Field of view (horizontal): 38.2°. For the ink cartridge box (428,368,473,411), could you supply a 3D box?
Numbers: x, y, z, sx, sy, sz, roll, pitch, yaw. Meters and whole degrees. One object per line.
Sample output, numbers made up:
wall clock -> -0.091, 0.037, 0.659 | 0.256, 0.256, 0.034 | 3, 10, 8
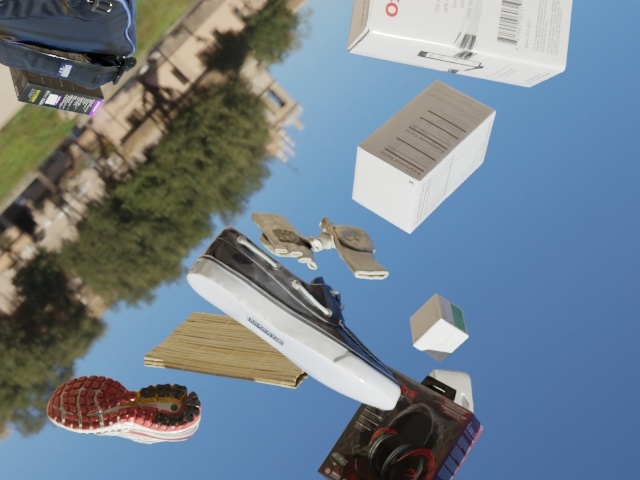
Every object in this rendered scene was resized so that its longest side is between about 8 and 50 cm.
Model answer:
ink cartridge box -> 0.263, 0.409, 2.105 | 0.218, 0.092, 0.158 | 122, -27, -53

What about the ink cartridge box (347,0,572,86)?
ink cartridge box -> 0.139, -0.246, 0.908 | 0.086, 0.203, 0.148 | 167, -68, -77

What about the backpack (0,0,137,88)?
backpack -> -0.378, -0.351, 1.229 | 0.276, 0.263, 0.213 | 123, -34, -73

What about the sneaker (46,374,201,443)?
sneaker -> -0.286, 0.259, 1.342 | 0.093, 0.225, 0.088 | 95, 2, -53

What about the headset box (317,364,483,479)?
headset box -> 0.170, 0.409, 1.861 | 0.218, 0.110, 0.293 | 26, -107, 33

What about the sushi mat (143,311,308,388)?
sushi mat -> -0.128, 0.172, 1.506 | 0.316, 0.019, 0.151 | 2, -149, 33

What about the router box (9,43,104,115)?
router box -> -0.435, -0.290, 1.488 | 0.046, 0.133, 0.179 | -45, -126, 34

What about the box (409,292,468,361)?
box -> 0.269, 0.198, 2.110 | 0.102, 0.087, 0.101 | -48, -158, 26

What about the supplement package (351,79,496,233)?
supplement package -> 0.184, -0.154, 1.653 | 0.244, 0.134, 0.139 | -41, 153, -33

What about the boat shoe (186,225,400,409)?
boat shoe -> -0.016, 0.092, 1.140 | 0.102, 0.301, 0.108 | -55, 177, -22

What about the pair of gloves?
pair of gloves -> 0.000, 0.000, 1.755 | 0.204, 0.240, 0.042 | -118, -138, -60
